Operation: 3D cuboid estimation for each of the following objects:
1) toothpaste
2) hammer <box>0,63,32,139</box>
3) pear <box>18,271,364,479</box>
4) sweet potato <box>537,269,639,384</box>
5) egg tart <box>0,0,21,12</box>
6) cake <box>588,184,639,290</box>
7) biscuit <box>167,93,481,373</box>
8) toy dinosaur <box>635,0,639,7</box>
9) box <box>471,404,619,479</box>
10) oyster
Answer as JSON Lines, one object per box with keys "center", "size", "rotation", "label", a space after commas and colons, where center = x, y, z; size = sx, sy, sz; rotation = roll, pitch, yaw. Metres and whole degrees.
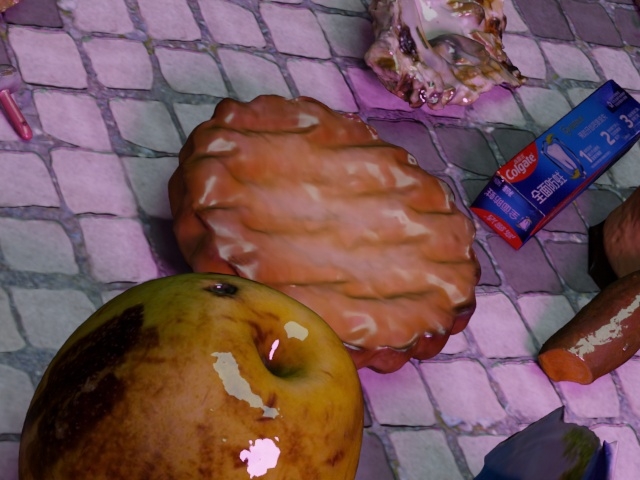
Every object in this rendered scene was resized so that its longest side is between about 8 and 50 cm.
{"center": [0.282, -0.092, 2.164], "size": [0.076, 0.066, 0.320], "rotation": [43, 40, 9], "label": "toothpaste"}
{"center": [-0.299, -0.130, 1.809], "size": [0.052, 0.031, 0.083], "rotation": [-20, 75, -43], "label": "hammer"}
{"center": [-0.100, 0.160, 1.469], "size": [0.283, 0.283, 0.283], "rotation": [20, 41, -19], "label": "pear"}
{"center": [0.327, 0.078, 1.975], "size": [0.244, 0.077, 0.077], "rotation": [-32, 71, -23], "label": "sweet potato"}
{"center": [-0.404, -0.336, 1.873], "size": [0.290, 0.115, 0.290], "rotation": [19, 43, -18], "label": "egg tart"}
{"center": [0.421, -0.005, 2.091], "size": [0.208, 0.178, 0.185], "rotation": [0, 51, -32], "label": "cake"}
{"center": [0.000, 0.000, 1.833], "size": [0.326, 0.107, 0.326], "rotation": [17, 43, -17], "label": "biscuit"}
{"center": [0.464, -0.283, 2.518], "size": [0.108, 0.032, 0.220], "rotation": [-17, 60, -42], "label": "toy dinosaur"}
{"center": [0.227, 0.304, 1.566], "size": [0.206, 0.291, 0.262], "rotation": [39, 80, -17], "label": "box"}
{"center": [0.127, -0.241, 2.189], "size": [0.354, 0.107, 0.201], "rotation": [-22, 85, -60], "label": "oyster"}
